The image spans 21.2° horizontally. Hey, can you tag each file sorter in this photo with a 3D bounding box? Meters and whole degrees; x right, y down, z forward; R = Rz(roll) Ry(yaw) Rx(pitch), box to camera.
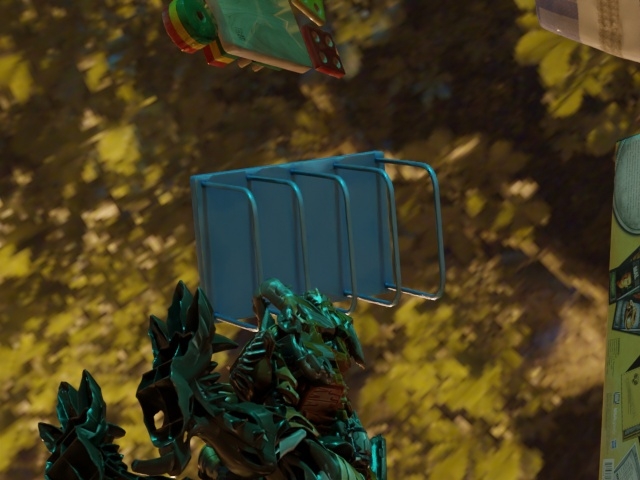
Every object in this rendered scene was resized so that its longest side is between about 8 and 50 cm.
[{"bbox_3d":[0.000,0.000,1.337,0.104,0.170,0.118,11,-72,62],"label":"file sorter"}]

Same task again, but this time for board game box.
[{"bbox_3d":[0.238,0.042,1.053,0.165,0.042,0.243,160,-63,-65],"label":"board game box"}]

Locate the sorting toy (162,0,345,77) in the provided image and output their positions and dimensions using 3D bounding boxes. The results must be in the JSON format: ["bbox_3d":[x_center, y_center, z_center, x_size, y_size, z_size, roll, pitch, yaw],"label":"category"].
[{"bbox_3d":[-0.074,-0.210,1.530,0.046,0.274,0.132,-28,-106,26],"label":"sorting toy"}]

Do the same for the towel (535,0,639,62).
[{"bbox_3d":[0.253,-0.225,1.273,0.285,0.034,0.209,28,-46,51],"label":"towel"}]

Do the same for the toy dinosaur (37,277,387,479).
[{"bbox_3d":[-0.035,0.139,1.045,0.218,0.322,0.164,31,-72,-26],"label":"toy dinosaur"}]
